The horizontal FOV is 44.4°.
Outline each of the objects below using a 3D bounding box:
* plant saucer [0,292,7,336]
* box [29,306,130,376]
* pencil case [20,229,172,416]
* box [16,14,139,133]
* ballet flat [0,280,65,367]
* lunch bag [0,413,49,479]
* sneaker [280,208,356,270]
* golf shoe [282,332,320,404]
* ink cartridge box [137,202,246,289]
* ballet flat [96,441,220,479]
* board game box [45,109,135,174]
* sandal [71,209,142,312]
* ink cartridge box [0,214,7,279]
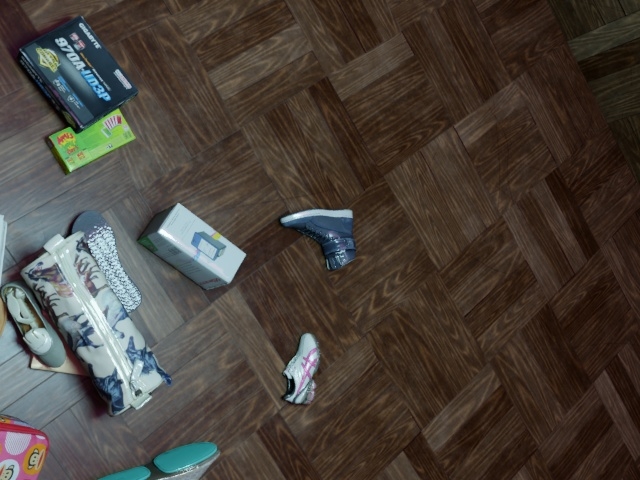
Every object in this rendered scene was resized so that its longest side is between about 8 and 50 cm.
[{"bbox_3d":[-0.763,0.158,1.650,0.199,0.037,0.200,5,80,-31],"label":"plant saucer"},{"bbox_3d":[-0.543,0.224,1.784,0.201,0.021,0.165,15,76,-29],"label":"box"},{"bbox_3d":[-0.488,0.179,1.704,0.160,0.183,0.410,-34,100,-33],"label":"pencil case"},{"bbox_3d":[-0.556,-0.381,1.804,0.175,0.051,0.220,-42,100,-30],"label":"box"},{"bbox_3d":[-0.626,0.185,1.690,0.072,0.068,0.213,-30,86,7],"label":"ballet flat"},{"bbox_3d":[-0.684,0.472,1.506,0.258,0.120,0.293,38,72,-58],"label":"lunch bag"},{"bbox_3d":[0.002,0.000,2.110,0.226,0.086,0.164,-1,81,-33],"label":"sneaker"},{"bbox_3d":[-0.051,0.331,2.041,0.085,0.067,0.186,13,77,-28],"label":"golf shoe"},{"bbox_3d":[-0.308,0.019,1.878,0.212,0.154,0.093,40,63,-20],"label":"ink cartridge box"},{"bbox_3d":[-0.377,0.559,1.805,0.315,0.107,0.106,-12,110,-27],"label":"ballet flat"},{"bbox_3d":[-0.538,-0.237,1.840,0.181,0.043,0.092,-35,101,-31],"label":"board game box"},{"bbox_3d":[-0.503,0.055,1.817,0.097,0.054,0.255,-25,97,-22],"label":"sandal"},{"bbox_3d":[-0.827,0.075,1.503,0.384,0.160,0.279,10,61,-26],"label":"ink cartridge box"}]
